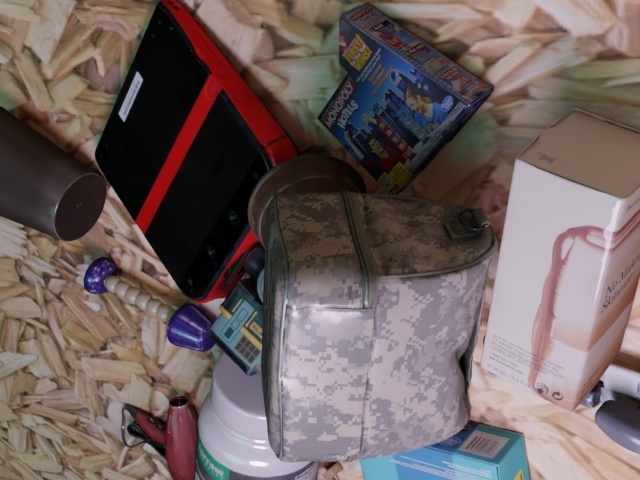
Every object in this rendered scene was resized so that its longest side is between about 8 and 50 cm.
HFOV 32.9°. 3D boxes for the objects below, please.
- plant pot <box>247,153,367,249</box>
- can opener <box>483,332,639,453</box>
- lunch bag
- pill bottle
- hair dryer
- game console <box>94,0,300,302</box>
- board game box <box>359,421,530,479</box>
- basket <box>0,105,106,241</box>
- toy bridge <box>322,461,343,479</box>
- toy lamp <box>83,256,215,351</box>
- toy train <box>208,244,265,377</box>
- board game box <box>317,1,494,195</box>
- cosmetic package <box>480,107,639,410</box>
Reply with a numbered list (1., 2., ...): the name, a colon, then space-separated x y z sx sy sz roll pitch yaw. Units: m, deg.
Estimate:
1. plant pot: 0.000 0.000 1.407 0.165 0.167 0.167 -110 18 -53
2. can opener: 0.321 0.178 1.346 0.280 0.093 0.074 20 130 38
3. lunch bag: 0.064 0.100 1.254 0.256 0.212 0.305 0 124 -6
4. pill bottle: -0.100 0.342 1.749 0.204 0.204 0.361 30 133 25
5. hair dryer: -0.300 0.382 2.055 0.223 0.080 0.293 48 138 8
6. game console: -0.194 -0.117 1.630 0.342 0.060 0.386 55 139 16
7. board game box: 0.197 0.419 1.622 0.254 0.079 0.336 8 122 39
8. basket: -0.494 -0.100 1.864 0.227 0.154 0.204 27 133 22
9. toy bridge: 0.070 0.456 1.803 0.188 0.026 0.063 48 141 7
10. toy lamp: -0.291 0.114 1.869 0.275 0.080 0.080 24 131 31
11. toy train: -0.004 0.158 1.553 0.334 0.142 0.190 42 111 13
12. board game box: 0.084 -0.185 1.337 0.194 0.060 0.194 48 139 8
13. cosmetic package: 0.285 0.023 1.224 0.129 0.153 0.296 25 133 28
